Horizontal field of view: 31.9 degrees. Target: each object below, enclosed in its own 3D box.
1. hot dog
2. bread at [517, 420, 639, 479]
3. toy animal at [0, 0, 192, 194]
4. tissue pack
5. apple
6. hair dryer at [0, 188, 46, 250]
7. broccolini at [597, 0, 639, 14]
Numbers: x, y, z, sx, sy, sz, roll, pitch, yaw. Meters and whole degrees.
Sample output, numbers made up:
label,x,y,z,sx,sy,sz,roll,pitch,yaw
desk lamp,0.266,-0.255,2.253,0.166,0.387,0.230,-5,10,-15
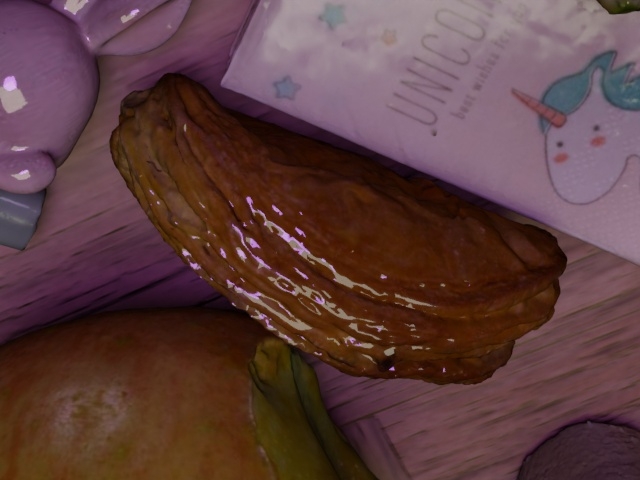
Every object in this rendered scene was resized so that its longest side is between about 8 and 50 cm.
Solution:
label,x,y,z,sx,sy,sz,roll,pitch,yaw
hot dog,0.000,0.000,0.662,0.272,0.196,0.122,20,92,-13
bread,0.223,0.223,0.803,0.134,0.141,0.148,-29,117,9
toy animal,-0.168,-0.088,0.634,0.212,0.124,0.124,-33,120,-23
tissue pack,0.123,-0.106,0.661,0.325,0.071,0.170,22,116,-12
apple,-0.111,0.217,0.682,0.339,0.339,0.339,-1,118,-1
hair dryer,-0.298,0.003,0.723,0.229,0.092,0.267,6,132,-11
broccolini,0.214,-0.133,0.585,0.067,0.216,0.058,8,114,45
